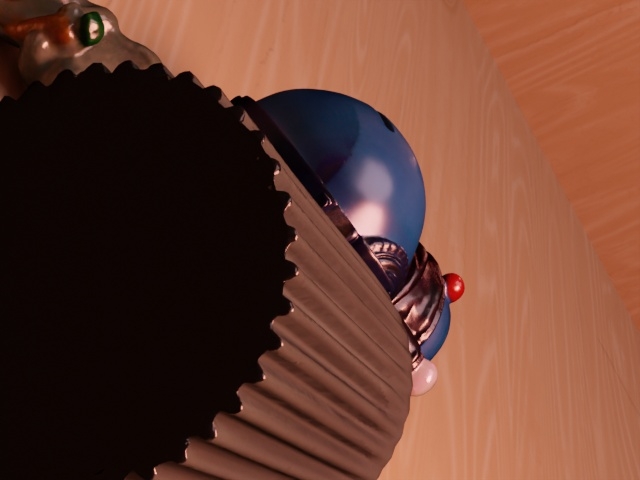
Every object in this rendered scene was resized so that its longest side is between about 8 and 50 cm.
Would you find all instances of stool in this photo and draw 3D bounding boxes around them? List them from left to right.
[{"bbox_3d":[-0.096,0.068,1.345,0.330,0.297,0.297,40,32,-63],"label":"stool"}]

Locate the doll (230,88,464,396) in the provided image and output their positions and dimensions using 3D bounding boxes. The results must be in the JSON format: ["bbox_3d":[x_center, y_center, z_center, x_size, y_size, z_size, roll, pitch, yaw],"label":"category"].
[{"bbox_3d":[0.000,0.000,1.803,0.310,0.240,0.284,54,-2,-35],"label":"doll"}]

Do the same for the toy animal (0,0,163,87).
[{"bbox_3d":[-0.229,-0.174,1.590,0.108,0.138,0.236,-29,69,-35],"label":"toy animal"}]
